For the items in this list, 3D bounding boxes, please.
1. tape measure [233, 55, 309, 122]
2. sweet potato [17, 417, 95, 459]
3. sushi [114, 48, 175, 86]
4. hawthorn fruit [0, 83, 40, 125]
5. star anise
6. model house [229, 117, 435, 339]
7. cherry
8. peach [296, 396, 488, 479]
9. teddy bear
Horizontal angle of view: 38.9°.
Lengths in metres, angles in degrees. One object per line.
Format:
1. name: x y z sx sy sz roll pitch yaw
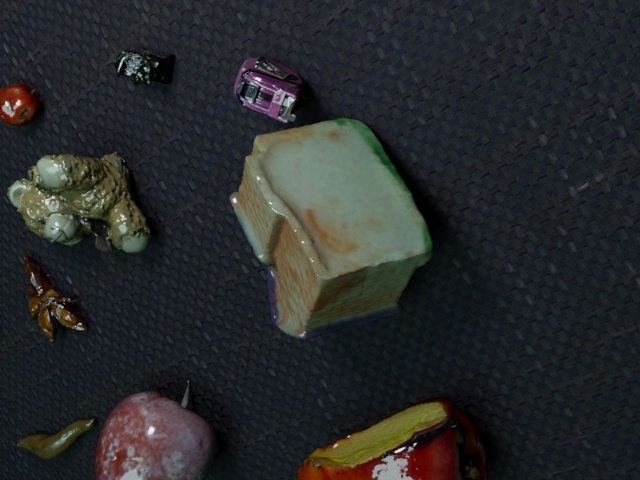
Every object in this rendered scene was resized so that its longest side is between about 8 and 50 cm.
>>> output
1. tape measure: -0.080 -0.253 1.508 0.125 0.118 0.074 24 117 -1
2. sweet potato: -0.604 0.463 2.086 0.249 0.059 0.069 -23 60 31
3. sushi: -0.322 -0.315 1.630 0.083 0.084 0.056 25 118 19
4. hawthorn fruit: -0.598 -0.271 1.800 0.093 0.093 0.093 10 113 24
5. star anise: -0.593 0.146 1.964 0.212 0.053 0.157 38 121 9
6. model house: 0.000 0.000 1.516 0.312 0.245 0.280 62 156 26
7. cherry: -0.326 0.414 1.828 0.236 0.285 0.213 4 147 41
8. peach: 0.129 0.420 1.563 0.361 0.257 0.201 -24 91 29
9. teddy bear: -0.481 -0.073 1.765 0.256 0.156 0.267 -22 127 28
